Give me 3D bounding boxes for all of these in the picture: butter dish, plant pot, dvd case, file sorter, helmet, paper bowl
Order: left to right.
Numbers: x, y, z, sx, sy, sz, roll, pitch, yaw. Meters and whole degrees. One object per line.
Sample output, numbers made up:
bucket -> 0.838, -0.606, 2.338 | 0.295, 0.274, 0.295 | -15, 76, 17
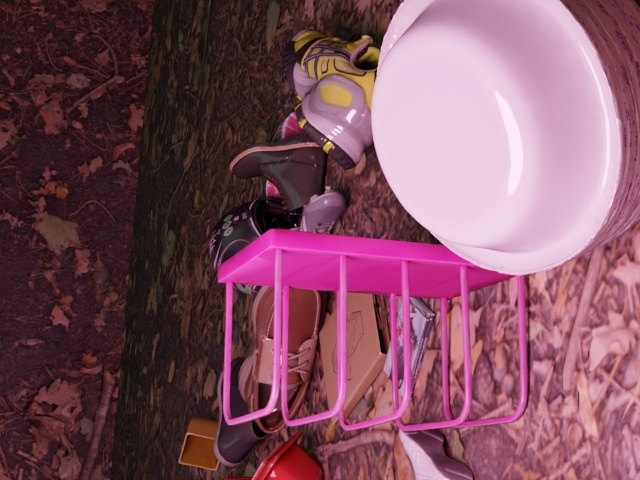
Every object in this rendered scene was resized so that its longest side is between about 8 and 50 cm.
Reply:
plant pot -> -0.240, 0.409, 2.210 | 0.083, 0.081, 0.081 | -91, 17, -62
helmet -> -0.114, 0.017, 1.896 | 0.161, 0.169, 0.169 | -42, 40, 37
butter dish -> -0.047, 0.386, 1.599 | 0.160, 0.118, 0.160 | -60, -10, 13
file sorter -> 0.053, 0.108, 1.148 | 0.202, 0.290, 0.182 | 148, 125, -66
dvd case -> 0.113, 0.132, 1.385 | 0.087, 0.013, 0.120 | -127, 49, -65
paper bowl -> 0.157, -0.107, 0.963 | 0.284, 0.148, 0.284 | 29, 129, 42

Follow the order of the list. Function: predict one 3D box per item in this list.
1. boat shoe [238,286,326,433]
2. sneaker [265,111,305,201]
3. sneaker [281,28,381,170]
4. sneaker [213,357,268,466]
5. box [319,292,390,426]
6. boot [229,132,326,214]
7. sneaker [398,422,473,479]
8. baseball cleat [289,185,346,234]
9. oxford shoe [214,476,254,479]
boat shoe -> -0.051, 0.181, 1.706 | 0.116, 0.123, 0.324 | -108, 22, -45
sneaker -> -0.065, -0.148, 1.954 | 0.075, 0.063, 0.171 | -173, 96, -71
sneaker -> 0.042, -0.239, 1.623 | 0.147, 0.145, 0.385 | -42, 29, 14
sneaker -> -0.125, 0.292, 1.948 | 0.118, 0.083, 0.222 | -40, 35, 36
box -> 0.048, 0.149, 1.556 | 0.201, 0.021, 0.165 | 120, 152, -46
boot -> -0.076, -0.098, 1.842 | 0.197, 0.076, 0.137 | -15, 70, 38
sneaker -> 0.123, 0.261, 1.237 | 0.152, 0.053, 0.061 | -127, 45, -64
baseball cleat -> 0.000, 0.000, 1.716 | 0.206, 0.072, 0.110 | 124, 135, -61
oxford shoe -> -0.121, 0.451, 1.814 | 0.271, 0.096, 0.099 | 158, 113, -69
